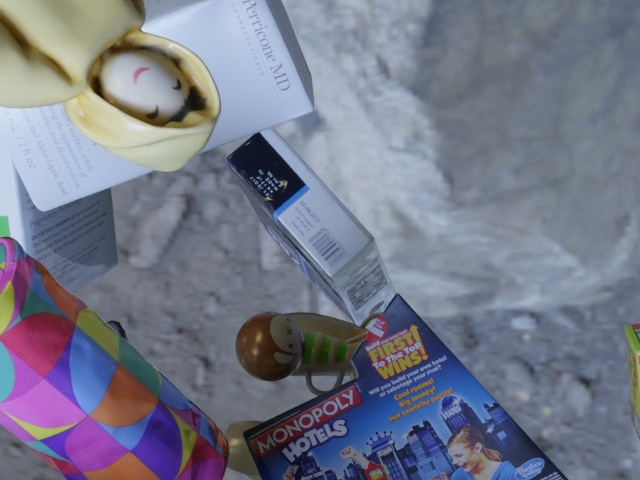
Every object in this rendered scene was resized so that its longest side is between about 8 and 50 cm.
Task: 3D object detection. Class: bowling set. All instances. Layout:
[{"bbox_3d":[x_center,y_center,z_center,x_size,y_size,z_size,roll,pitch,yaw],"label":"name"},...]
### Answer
[{"bbox_3d":[0.009,0.145,1.413,0.154,0.200,0.287,8,60,7],"label":"bowling set"}]

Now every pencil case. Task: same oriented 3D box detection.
[{"bbox_3d":[-0.162,0.096,1.154,0.236,0.104,0.104,47,66,-29],"label":"pencil case"}]

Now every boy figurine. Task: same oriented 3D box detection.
[{"bbox_3d":[-0.172,-0.149,1.064,0.285,0.092,0.177,52,48,-13],"label":"boy figurine"}]

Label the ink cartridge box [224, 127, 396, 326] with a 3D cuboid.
[{"bbox_3d":[0.000,0.000,1.852,0.065,0.333,0.165,-42,74,-3],"label":"ink cartridge box"}]

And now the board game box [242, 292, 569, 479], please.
[{"bbox_3d":[0.054,0.146,1.281,0.194,0.060,0.194,-25,58,-1],"label":"board game box"}]

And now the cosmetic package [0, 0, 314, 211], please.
[{"bbox_3d":[-0.131,-0.121,1.371,0.231,0.085,0.117,-20,115,8],"label":"cosmetic package"}]

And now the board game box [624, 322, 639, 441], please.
[{"bbox_3d":[0.335,0.101,1.404,0.181,0.043,0.092,-9,117,0],"label":"board game box"}]

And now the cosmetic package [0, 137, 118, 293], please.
[{"bbox_3d":[-0.317,-0.131,1.631,0.155,0.197,0.365,-38,127,-55],"label":"cosmetic package"}]

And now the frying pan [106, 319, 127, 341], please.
[{"bbox_3d":[-0.150,0.245,1.289,0.197,0.053,0.326,28,91,5],"label":"frying pan"}]
